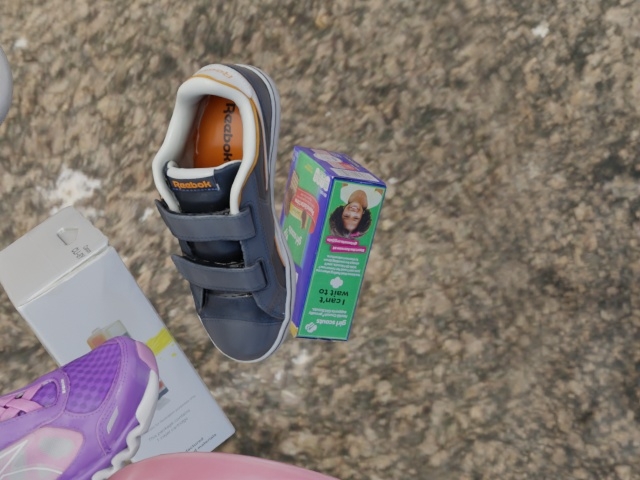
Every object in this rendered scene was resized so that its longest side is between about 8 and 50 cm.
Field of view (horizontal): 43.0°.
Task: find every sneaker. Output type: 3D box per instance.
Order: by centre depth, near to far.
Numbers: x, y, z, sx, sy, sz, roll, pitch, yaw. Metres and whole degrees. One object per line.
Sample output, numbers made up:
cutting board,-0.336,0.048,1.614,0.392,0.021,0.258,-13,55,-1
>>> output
sneaker,-0.220,0.139,0.559,0.236,0.095,0.104,-36,128,9
sneaker,-0.104,-0.020,0.837,0.126,0.127,0.321,-1,98,19

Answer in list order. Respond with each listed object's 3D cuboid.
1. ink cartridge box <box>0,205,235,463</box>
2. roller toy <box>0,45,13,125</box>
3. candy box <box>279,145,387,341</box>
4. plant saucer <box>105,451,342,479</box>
ink cartridge box,-0.335,0.165,1.290,0.160,0.279,0.385,-36,118,-18
roller toy,-0.474,-0.184,0.972,0.191,0.146,0.209,50,51,-14
candy box,0.000,0.000,1.594,0.122,0.268,0.317,6,106,-19
plant saucer,-0.005,0.257,0.449,0.332,0.332,0.084,43,43,-8
